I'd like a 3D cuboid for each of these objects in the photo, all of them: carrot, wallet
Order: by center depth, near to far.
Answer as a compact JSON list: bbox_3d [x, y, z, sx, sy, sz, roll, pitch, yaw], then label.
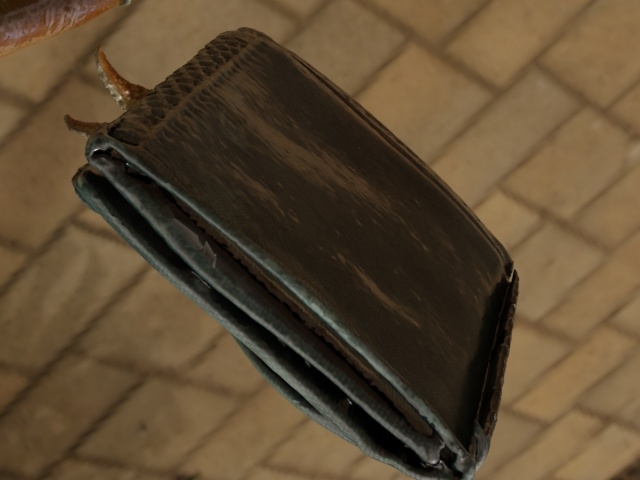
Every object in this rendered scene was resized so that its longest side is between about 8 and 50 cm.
[{"bbox_3d":[0.000,0.000,0.962,0.075,0.237,0.342,-50,-176,17],"label":"wallet"},{"bbox_3d":[-0.226,-0.154,1.229,0.225,0.067,0.067,-28,152,-46],"label":"carrot"}]

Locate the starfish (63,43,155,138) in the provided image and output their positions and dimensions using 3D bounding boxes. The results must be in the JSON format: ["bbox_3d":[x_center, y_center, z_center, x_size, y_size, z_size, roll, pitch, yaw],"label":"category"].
[{"bbox_3d":[-0.109,-0.064,1.727,0.084,0.293,0.301,-52,162,-20],"label":"starfish"}]
